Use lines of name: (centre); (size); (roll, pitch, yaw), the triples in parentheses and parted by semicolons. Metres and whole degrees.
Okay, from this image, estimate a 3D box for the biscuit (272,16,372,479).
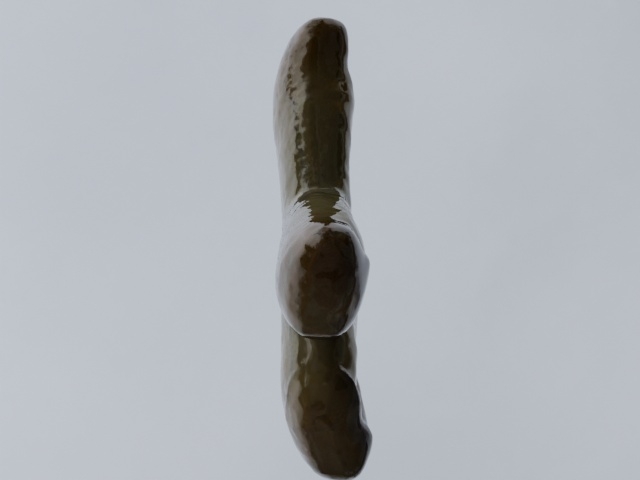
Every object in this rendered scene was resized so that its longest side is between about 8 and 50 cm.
biscuit: (0.000, 0.001, 0.687); (0.047, 0.208, 0.164); (-1, -51, -2)
